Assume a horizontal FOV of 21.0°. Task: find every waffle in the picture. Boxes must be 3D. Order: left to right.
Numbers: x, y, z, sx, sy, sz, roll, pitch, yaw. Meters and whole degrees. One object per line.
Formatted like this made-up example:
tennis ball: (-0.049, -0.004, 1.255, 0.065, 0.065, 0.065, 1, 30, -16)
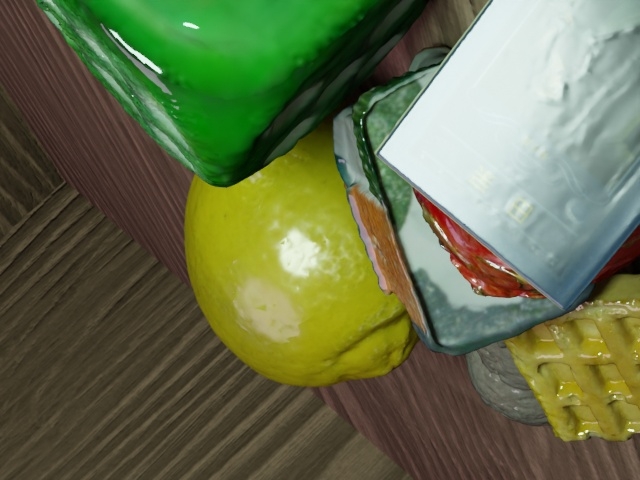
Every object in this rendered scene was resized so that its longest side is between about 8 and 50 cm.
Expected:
waffle: (0.314, 0.118, 1.734, 0.248, 0.055, 0.221, -3, 135, 32)

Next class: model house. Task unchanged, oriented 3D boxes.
model house: (0.118, -0.063, 1.724, 0.301, 0.190, 0.271, -143, 32, -71)

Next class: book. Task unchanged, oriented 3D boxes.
book: (0.189, -0.107, 1.264, 0.191, 0.269, 0.025, 41, -160, 9)

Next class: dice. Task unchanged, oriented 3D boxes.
dice: (-0.086, -0.243, 1.599, 0.297, 0.300, 0.287, 45, 169, 7)

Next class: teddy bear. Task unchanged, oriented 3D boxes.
teddy bear: (0.241, 0.108, 1.934, 0.236, 0.151, 0.267, 42, 165, 27)

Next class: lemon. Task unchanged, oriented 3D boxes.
lemon: (0.000, 0.000, 2.006, 0.348, 0.348, 0.348, 43, 166, 13)

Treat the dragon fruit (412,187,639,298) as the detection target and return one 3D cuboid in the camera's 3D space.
dragon fruit: (0.188, -0.068, 1.413, 0.241, 0.241, 0.252, 48, 166, -5)
